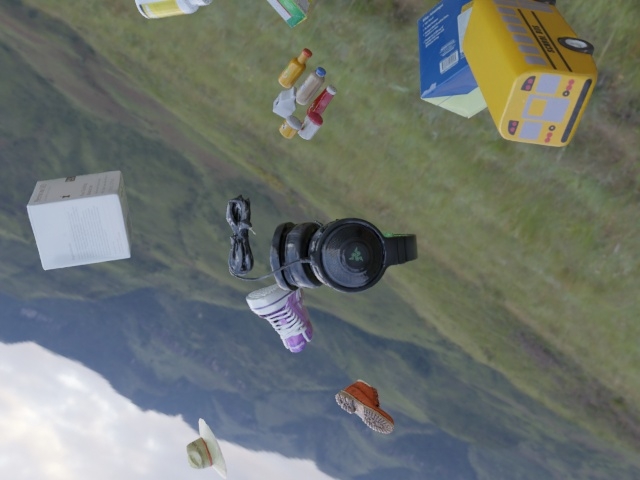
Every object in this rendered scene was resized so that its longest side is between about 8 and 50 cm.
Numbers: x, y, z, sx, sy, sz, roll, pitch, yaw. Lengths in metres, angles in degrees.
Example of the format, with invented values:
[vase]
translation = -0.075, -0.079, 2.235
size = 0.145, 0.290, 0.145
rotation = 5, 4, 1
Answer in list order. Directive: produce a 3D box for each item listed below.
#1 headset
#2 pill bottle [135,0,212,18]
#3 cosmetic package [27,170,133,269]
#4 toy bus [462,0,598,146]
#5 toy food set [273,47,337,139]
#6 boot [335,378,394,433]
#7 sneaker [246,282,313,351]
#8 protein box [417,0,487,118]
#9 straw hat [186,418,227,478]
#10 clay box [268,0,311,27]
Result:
[headset]
translation = 0.000, 0.000, 1.320
size = 0.394, 0.185, 0.244
rotation = -8, -176, -43
[pill bottle]
translation = -0.366, -0.619, 1.857
size = 0.184, 0.103, 0.103
rotation = 1, 165, 24
[cosmetic package]
translation = -0.508, -0.046, 1.583
size = 0.184, 0.151, 0.151
rotation = -9, -155, -9
[toy bus]
translation = 0.290, -0.263, 1.057
size = 0.130, 0.108, 0.332
rotation = 5, -142, -7
[toy food set]
translation = -0.032, -0.328, 1.684
size = 0.111, 0.104, 0.232
rotation = 26, -142, -22
[boot]
translation = 0.121, 0.380, 1.713
size = 0.158, 0.085, 0.059
rotation = 31, 136, 33
[sneaker]
translation = -0.070, 0.165, 1.590
size = 0.282, 0.102, 0.160
rotation = -2, -106, -79
[protein box]
translation = 0.314, -0.395, 1.501
size = 0.136, 0.201, 0.200
rotation = 16, 153, -30
[straw hat]
translation = -0.265, 0.471, 1.632
size = 0.061, 0.144, 0.144
rotation = -19, -159, -26
[clay box]
translation = -0.073, -0.606, 1.704
size = 0.053, 0.222, 0.127
rotation = -25, 128, 32
